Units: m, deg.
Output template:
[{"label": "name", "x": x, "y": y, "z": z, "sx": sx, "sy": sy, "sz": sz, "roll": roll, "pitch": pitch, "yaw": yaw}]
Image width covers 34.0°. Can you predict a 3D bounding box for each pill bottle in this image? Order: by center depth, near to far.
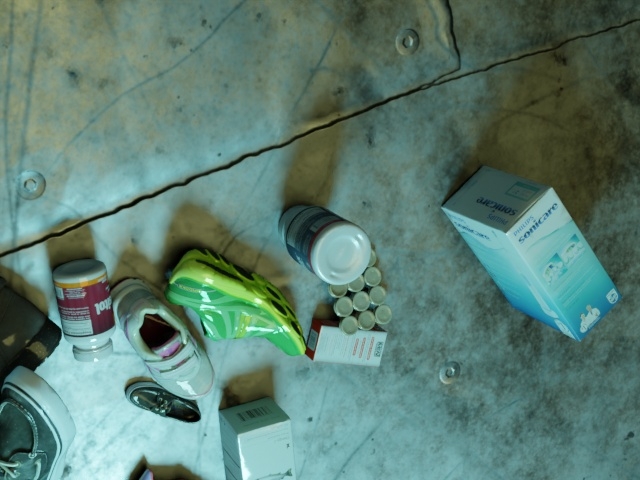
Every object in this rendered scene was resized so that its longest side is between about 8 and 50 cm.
[{"label": "pill bottle", "x": -0.375, "y": 0.113, "z": 1.677, "sx": 0.086, "sy": 0.086, "sz": 0.152, "roll": -14, "pitch": 111, "yaw": -22}, {"label": "pill bottle", "x": 0.000, "y": 0.000, "z": 1.770, "sx": 0.107, "sy": 0.180, "sz": 0.108, "roll": -7, "pitch": 108, "yaw": -23}]

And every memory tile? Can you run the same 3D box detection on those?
[{"label": "memory tile", "x": 0.067, "y": 0.092, "z": 1.902, "sx": 0.113, "sy": 0.012, "sz": 0.148, "roll": -18, "pitch": 96, "yaw": -27}]

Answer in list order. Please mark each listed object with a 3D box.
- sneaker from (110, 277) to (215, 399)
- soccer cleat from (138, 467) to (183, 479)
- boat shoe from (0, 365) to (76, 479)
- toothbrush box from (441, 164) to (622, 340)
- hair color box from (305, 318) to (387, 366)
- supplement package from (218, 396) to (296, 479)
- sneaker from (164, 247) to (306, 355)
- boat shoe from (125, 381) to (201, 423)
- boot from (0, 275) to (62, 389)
[{"label": "sneaker", "x": -0.257, "y": 0.181, "z": 1.738, "sx": 0.103, "sy": 0.111, "sz": 0.252, "roll": -43, "pitch": 118, "yaw": -9}, {"label": "soccer cleat", "x": -0.221, "y": 0.477, "z": 1.864, "sx": 0.248, "sy": 0.083, "sz": 0.095, "roll": 21, "pitch": 90, "yaw": -26}, {"label": "boat shoe", "x": -0.454, "y": 0.320, "z": 1.590, "sx": 0.119, "sy": 0.121, "sz": 0.335, "roll": -45, "pitch": 160, "yaw": -37}, {"label": "toothbrush box", "x": 0.391, "y": 0.021, "z": 1.947, "sx": 0.126, "sy": 0.216, "sz": 0.295, "roll": -45, "pitch": 117, "yaw": -8}, {"label": "hair color box", "x": 0.047, "y": 0.189, "z": 1.927, "sx": 0.141, "sy": 0.043, "sz": 0.072, "roll": 9, "pitch": 100, "yaw": -27}, {"label": "supplement package", "x": -0.111, "y": 0.391, "z": 1.874, "sx": 0.105, "sy": 0.105, "sz": 0.179, "roll": -13, "pitch": 110, "yaw": -23}, {"label": "sneaker", "x": -0.144, "y": 0.119, "z": 1.796, "sx": 0.295, "sy": 0.109, "sz": 0.123, "roll": 36, "pitch": 111, "yaw": -31}, {"label": "boat shoe", "x": -0.267, "y": 0.281, "z": 1.804, "sx": 0.142, "sy": 0.040, "sz": 0.049, "roll": 22, "pitch": 95, "yaw": -29}, {"label": "boot", "x": -0.584, "y": 0.182, "z": 1.594, "sx": 0.338, "sy": 0.118, "sz": 0.223, "roll": -50, "pitch": 117, "yaw": -18}]
